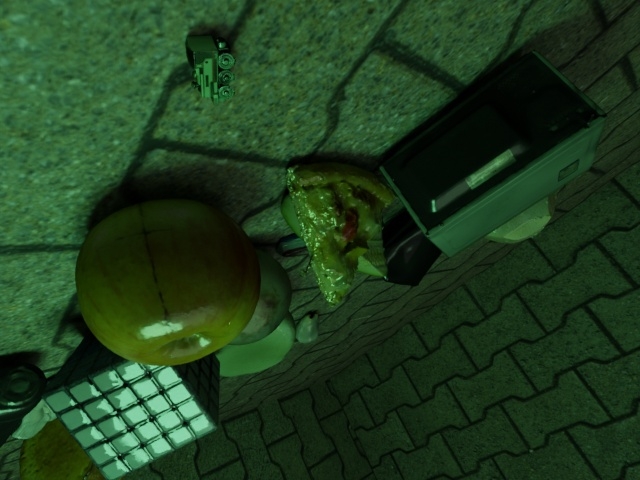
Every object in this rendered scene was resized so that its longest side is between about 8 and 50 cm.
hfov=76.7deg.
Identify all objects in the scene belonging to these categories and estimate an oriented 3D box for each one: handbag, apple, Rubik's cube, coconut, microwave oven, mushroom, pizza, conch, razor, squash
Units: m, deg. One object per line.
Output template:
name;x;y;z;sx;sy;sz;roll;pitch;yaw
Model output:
handbag;0.291;-0.006;1.203;0.288;0.152;0.342;-48;155;13
apple;-0.235;0.067;0.656;0.286;0.233;0.286;-22;155;-11
Rubik's cube;-0.365;0.290;0.849;0.237;0.238;0.237;-27;-160;-3
coconut;0.493;-0.111;1.080;0.245;0.245;0.247;-37;162;18
microwave oven;0.340;-0.163;0.847;0.355;0.218;0.286;-36;153;17
mushroom;-0.176;0.121;0.908;0.226;0.178;0.226;-6;113;-16
pizza;0.052;-0.008;0.810;0.280;0.287;0.075;-5;-171;-39
conch;-0.051;0.334;1.592;0.104;0.094;0.176;-6;123;-16
razor;-0.736;0.373;0.855;0.349;0.113;0.204;-41;152;29
squash;0.020;-0.002;0.903;0.111;0.203;0.289;-6;180;43

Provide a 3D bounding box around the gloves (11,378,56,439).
gloves;-0.686;0.412;1.010;0.229;0.097;0.119;-34;168;16

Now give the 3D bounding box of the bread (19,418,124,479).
bread;-0.666;0.571;1.125;0.312;0.312;0.172;-24;146;-10

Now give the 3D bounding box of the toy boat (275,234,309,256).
toy boat;0.000;0.000;1.013;0.229;0.046;0.080;-12;148;-29

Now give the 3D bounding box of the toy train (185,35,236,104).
toy train;-0.131;-0.203;0.486;0.053;0.033;0.083;-13;152;-21

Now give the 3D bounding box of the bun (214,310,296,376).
bun;-0.209;0.234;1.105;0.283;0.179;0.283;-10;135;-10
